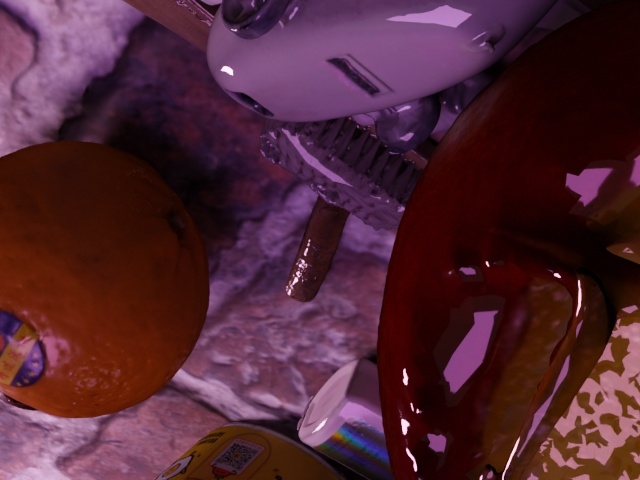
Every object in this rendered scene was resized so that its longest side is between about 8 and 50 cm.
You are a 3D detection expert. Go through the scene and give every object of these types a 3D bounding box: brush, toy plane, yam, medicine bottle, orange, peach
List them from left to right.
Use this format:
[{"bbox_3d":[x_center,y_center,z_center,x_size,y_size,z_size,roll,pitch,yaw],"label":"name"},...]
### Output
[{"bbox_3d":[-0.191,0.028,0.876,0.219,0.219,0.193,32,114,-10],"label":"orange"},{"bbox_3d":[-0.049,-0.109,0.762,0.327,0.065,0.070,37,144,-13],"label":"brush"},{"bbox_3d":[0.000,0.000,0.886,0.032,0.032,0.145,23,143,2],"label":"yam"},{"bbox_3d":[0.035,-0.135,0.638,0.252,0.118,0.252,7,155,3],"label":"toy plane"},{"bbox_3d":[0.096,0.197,1.029,0.219,0.078,0.115,31,141,-8],"label":"medicine bottle"},{"bbox_3d":[0.198,0.050,0.600,0.335,0.310,0.406,2,124,2],"label":"peach"}]

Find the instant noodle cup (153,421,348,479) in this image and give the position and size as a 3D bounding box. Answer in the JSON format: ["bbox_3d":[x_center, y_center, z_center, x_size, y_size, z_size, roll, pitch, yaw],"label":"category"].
[{"bbox_3d":[-0.096,0.361,1.142,0.325,0.254,0.326,24,137,24],"label":"instant noodle cup"}]

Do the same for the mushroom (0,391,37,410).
[{"bbox_3d":[-0.316,0.096,1.119,0.227,0.148,0.217,32,158,-1],"label":"mushroom"}]
